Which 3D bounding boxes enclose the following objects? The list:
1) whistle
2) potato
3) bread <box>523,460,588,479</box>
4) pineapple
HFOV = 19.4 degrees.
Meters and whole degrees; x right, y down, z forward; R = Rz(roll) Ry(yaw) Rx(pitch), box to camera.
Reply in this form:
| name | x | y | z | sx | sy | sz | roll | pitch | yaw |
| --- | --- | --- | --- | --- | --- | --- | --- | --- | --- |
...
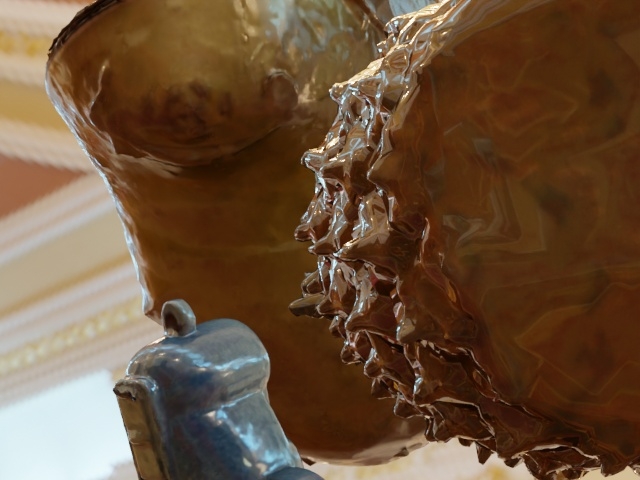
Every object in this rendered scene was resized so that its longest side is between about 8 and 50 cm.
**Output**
| name | x | y | z | sx | sy | sz | roll | pitch | yaw |
| --- | --- | --- | --- | --- | --- | --- | --- | --- | --- |
| whistle | -0.048 | 0.162 | 1.064 | 0.180 | 0.093 | 0.269 | -2 | -72 | 50 |
| potato | 0.000 | 0.000 | 1.330 | 0.290 | 0.296 | 0.397 | -19 | -18 | -1 |
| bread | 0.303 | 0.148 | 2.109 | 0.178 | 0.240 | 0.135 | -13 | -31 | 10 |
| pineapple | 0.071 | -0.006 | 0.759 | 0.202 | 0.202 | 0.362 | 35 | -11 | -10 |
